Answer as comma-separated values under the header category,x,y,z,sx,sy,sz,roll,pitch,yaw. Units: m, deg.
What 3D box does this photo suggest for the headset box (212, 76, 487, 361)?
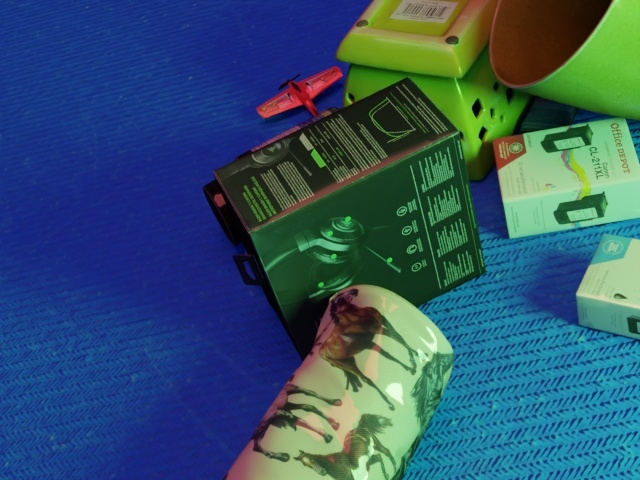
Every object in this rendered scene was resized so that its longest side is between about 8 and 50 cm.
category,x,y,z,sx,sy,sz,roll,pitch,yaw
headset box,0.034,-0.015,1.243,0.283,0.246,0.131,-27,45,-6

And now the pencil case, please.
category,x,y,z,sx,sy,sz,roll,pitch,yaw
pencil case,-0.012,0.233,1.075,0.184,0.160,0.410,21,56,22

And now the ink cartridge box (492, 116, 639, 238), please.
category,x,y,z,sx,sy,sz,roll,pitch,yaw
ink cartridge box,0.319,-0.083,1.333,0.175,0.072,0.127,-10,44,11

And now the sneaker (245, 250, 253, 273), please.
category,x,y,z,sx,sy,sz,roll,pitch,yaw
sneaker,0.000,0.000,1.380,0.209,0.082,0.069,-11,31,-18

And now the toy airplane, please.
category,x,y,z,sx,sy,sz,roll,pitch,yaw
toy airplane,-0.018,-0.216,1.615,0.151,0.028,0.151,-11,45,11

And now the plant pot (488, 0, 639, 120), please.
category,x,y,z,sx,sy,sz,roll,pitch,yaw
plant pot,0.411,-0.262,1.287,0.294,0.275,0.274,21,41,-21

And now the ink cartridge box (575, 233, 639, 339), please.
category,x,y,z,sx,sy,sz,roll,pitch,yaw
ink cartridge box,0.395,0.062,1.172,0.180,0.060,0.104,12,52,29

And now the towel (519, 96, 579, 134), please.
category,x,y,z,sx,sy,sz,roll,pitch,yaw
towel,0.329,-0.183,1.460,0.067,0.029,0.119,12,52,28

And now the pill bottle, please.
category,x,y,z,sx,sy,sz,roll,pitch,yaw
pill bottle,-0.045,-0.084,1.427,0.219,0.122,0.123,-29,45,-9

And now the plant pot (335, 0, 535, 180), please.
category,x,y,z,sx,sy,sz,roll,pitch,yaw
plant pot,0.161,-0.246,1.455,0.228,0.207,0.227,15,53,30
